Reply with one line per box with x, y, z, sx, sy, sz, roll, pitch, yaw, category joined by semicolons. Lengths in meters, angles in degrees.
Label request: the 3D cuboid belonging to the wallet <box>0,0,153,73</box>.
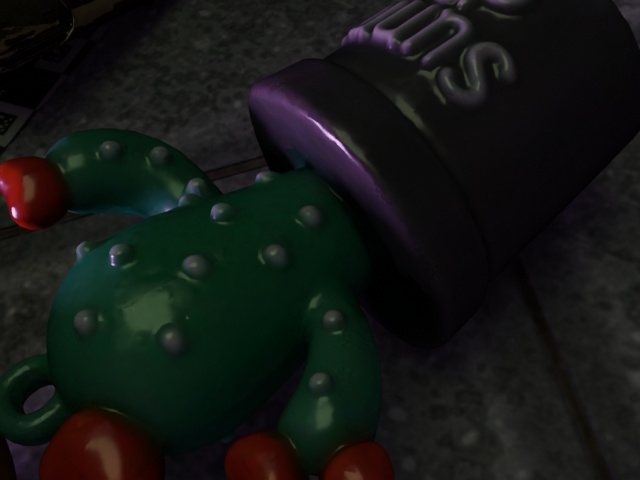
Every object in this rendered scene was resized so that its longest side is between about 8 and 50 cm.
-0.225;-0.212;0.724;0.122;0.031;0.232;22;45;27;wallet

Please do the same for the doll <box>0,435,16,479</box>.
-0.232;0.173;0.436;0.236;0.213;0.213;33;63;-13;doll

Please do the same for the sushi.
-0.332;-0.169;0.747;0.215;0.050;0.192;21;63;24;sushi

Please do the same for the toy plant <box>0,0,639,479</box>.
-0.009;-0.010;0.488;0.400;0.185;0.279;-38;80;-13;toy plant
